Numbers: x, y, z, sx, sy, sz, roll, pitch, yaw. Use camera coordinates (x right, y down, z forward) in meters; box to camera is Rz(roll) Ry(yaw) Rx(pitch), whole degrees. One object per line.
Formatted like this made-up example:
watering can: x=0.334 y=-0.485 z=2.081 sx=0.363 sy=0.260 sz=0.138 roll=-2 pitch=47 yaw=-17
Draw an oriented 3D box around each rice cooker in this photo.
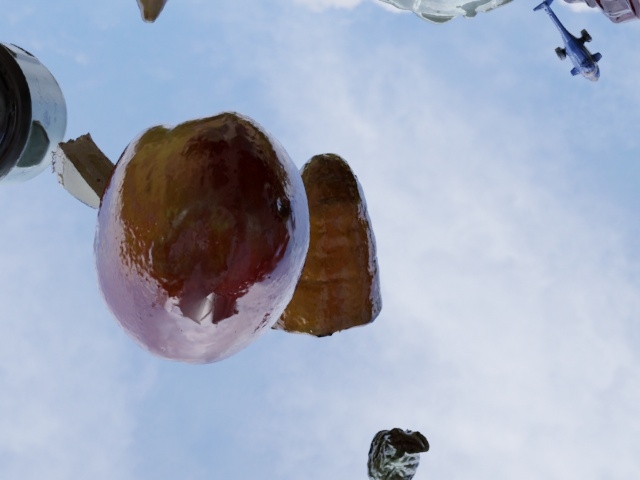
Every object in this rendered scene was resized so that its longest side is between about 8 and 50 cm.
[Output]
rice cooker: x=-0.574 y=-0.211 z=1.488 sx=0.316 sy=0.264 sz=0.316 roll=28 pitch=-173 yaw=-4

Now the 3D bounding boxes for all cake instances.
cake: x=-0.243 y=-0.065 z=0.998 sx=0.121 sy=0.065 sz=0.052 roll=32 pitch=-137 yaw=27

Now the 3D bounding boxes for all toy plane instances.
toy plane: x=0.355 y=-0.282 z=1.278 sx=0.054 sy=0.167 sz=0.062 roll=-34 pitch=-147 yaw=20

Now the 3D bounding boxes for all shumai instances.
shumai: x=0.105 y=0.268 z=1.119 sx=0.083 sy=0.080 sz=0.082 roll=-14 pitch=-93 yaw=-41

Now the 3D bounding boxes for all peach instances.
peach: x=-0.107 y=0.001 z=0.855 sx=0.199 sy=0.243 sz=0.243 roll=8 pitch=-140 yaw=-31

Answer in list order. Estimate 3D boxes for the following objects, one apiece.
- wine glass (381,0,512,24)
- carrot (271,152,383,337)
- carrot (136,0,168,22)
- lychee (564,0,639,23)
wine glass: x=0.066 y=-0.177 z=0.407 sx=0.122 sy=0.183 sz=0.122 roll=0 pitch=-91 yaw=3
carrot: x=0.000 y=0.000 z=1.158 sx=0.159 sy=0.225 sz=0.159 roll=-2 pitch=-160 yaw=1
carrot: x=-0.124 y=-0.306 z=0.744 sx=0.101 sy=0.102 sz=0.263 roll=6 pitch=-94 yaw=-1
lychee: x=0.240 y=-0.363 z=0.644 sx=0.424 sy=0.425 sz=0.500 roll=-18 pitch=-119 yaw=-24
